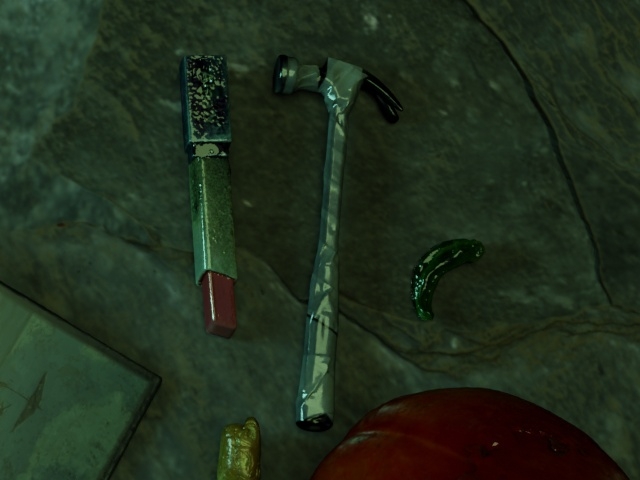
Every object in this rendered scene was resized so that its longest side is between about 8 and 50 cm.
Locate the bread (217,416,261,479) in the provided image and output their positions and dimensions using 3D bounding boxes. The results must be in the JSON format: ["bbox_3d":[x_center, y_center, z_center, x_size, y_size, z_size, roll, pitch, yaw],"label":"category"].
[{"bbox_3d":[-0.084,0.228,1.543,0.046,0.081,0.083,6,43,-3],"label":"bread"}]

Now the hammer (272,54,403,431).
[{"bbox_3d":[0.000,0.000,1.640,0.152,0.044,0.427,10,76,-13],"label":"hammer"}]

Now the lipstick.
[{"bbox_3d":[-0.121,-0.049,1.614,0.051,0.051,0.312,-1,78,-16],"label":"lipstick"}]

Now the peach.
[{"bbox_3d":[0.151,0.305,1.435,0.370,0.370,0.370,3,76,-13],"label":"peach"}]

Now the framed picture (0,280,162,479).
[{"bbox_3d":[-0.362,0.167,1.486,0.347,0.016,0.265,34,70,-16],"label":"framed picture"}]

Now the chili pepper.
[{"bbox_3d":[0.137,0.034,1.668,0.055,0.035,0.118,35,66,14],"label":"chili pepper"}]
